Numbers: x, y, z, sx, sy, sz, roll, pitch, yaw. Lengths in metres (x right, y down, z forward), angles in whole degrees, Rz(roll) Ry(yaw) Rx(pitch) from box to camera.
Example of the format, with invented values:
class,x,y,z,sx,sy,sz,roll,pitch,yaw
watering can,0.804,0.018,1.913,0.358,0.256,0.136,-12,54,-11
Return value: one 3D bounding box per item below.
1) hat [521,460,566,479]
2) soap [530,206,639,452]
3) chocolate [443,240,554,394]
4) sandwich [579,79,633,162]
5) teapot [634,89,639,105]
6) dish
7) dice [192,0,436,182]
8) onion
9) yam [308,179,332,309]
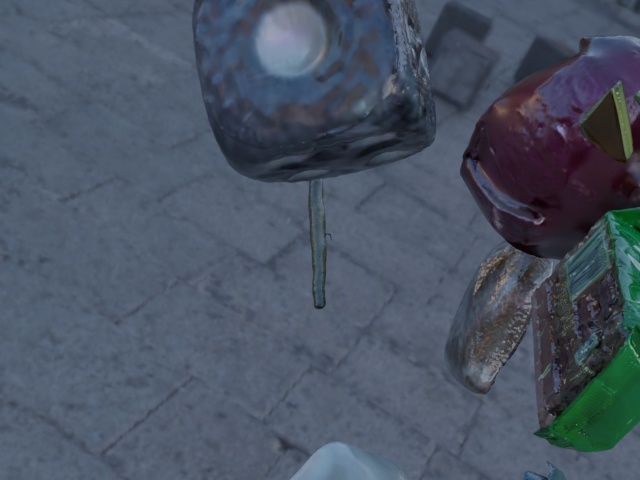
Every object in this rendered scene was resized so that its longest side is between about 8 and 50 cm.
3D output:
class,x,y,z,sx,sy,sz,roll,pitch,yaw
hat,0.348,0.428,1.663,0.078,0.138,0.191,27,-3,28
soap,0.325,0.092,1.154,0.098,0.217,0.273,29,29,-7
chocolate,0.320,0.132,1.892,0.100,0.303,0.185,25,4,-18
sandwich,0.262,-0.108,0.929,0.044,0.083,0.031,2,39,34
teapot,0.425,-0.182,1.145,0.091,0.124,0.092,46,14,5
dish,0.042,0.300,1.016,0.191,0.190,0.066,12,-15,-30
dice,0.000,-0.155,0.894,0.182,0.181,0.183,-10,-7,14
onion,0.448,-0.080,1.505,0.398,0.398,0.420,4,43,-42
yam,-0.002,0.000,1.480,0.029,0.027,0.234,13,52,-20
